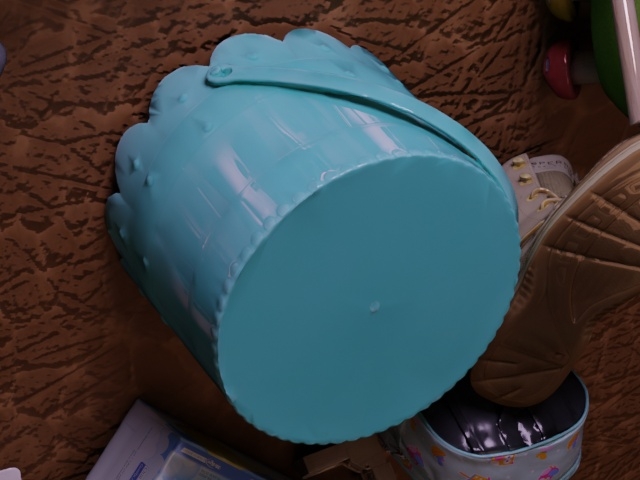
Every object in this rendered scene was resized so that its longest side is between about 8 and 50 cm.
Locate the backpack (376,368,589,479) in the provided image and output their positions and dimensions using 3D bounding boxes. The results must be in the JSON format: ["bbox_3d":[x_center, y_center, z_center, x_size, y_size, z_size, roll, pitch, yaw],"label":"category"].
[{"bbox_3d":[0.135,0.145,1.152,0.166,0.188,0.144,-15,126,-22],"label":"backpack"}]

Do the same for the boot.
[{"bbox_3d":[0.198,-0.020,1.052,0.095,0.203,0.262,21,126,-10],"label":"boot"}]

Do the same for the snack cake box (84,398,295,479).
[{"bbox_3d":[-0.083,0.262,1.139,0.264,0.089,0.152,34,86,-37],"label":"snack cake box"}]

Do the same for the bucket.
[{"bbox_3d":[0.000,0.000,0.981,0.281,0.183,0.281,-16,128,-22],"label":"bucket"}]

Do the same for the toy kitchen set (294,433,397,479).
[{"bbox_3d":[0.024,0.229,1.227,0.075,0.083,0.068,-17,168,-19],"label":"toy kitchen set"}]

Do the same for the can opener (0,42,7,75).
[{"bbox_3d":[-0.301,-0.023,0.864,0.095,0.076,0.283,15,110,-37],"label":"can opener"}]

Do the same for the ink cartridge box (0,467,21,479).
[{"bbox_3d":[-0.315,0.266,1.049,0.198,0.067,0.115,-18,127,-19],"label":"ink cartridge box"}]

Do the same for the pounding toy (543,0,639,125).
[{"bbox_3d":[0.216,-0.169,1.037,0.237,0.110,0.183,-11,98,-67],"label":"pounding toy"}]
